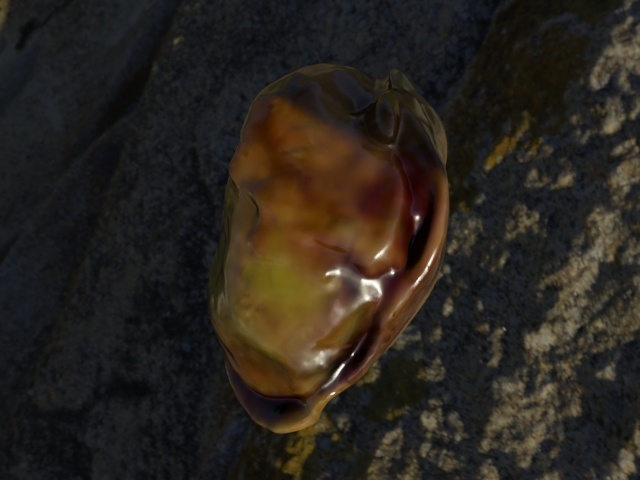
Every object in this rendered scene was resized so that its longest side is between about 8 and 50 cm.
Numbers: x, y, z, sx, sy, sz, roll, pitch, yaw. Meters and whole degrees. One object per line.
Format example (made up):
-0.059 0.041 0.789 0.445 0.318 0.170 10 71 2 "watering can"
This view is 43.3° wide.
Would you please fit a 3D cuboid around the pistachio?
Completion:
0.000 0.000 0.443 0.165 0.130 0.210 5 77 61 "pistachio"
